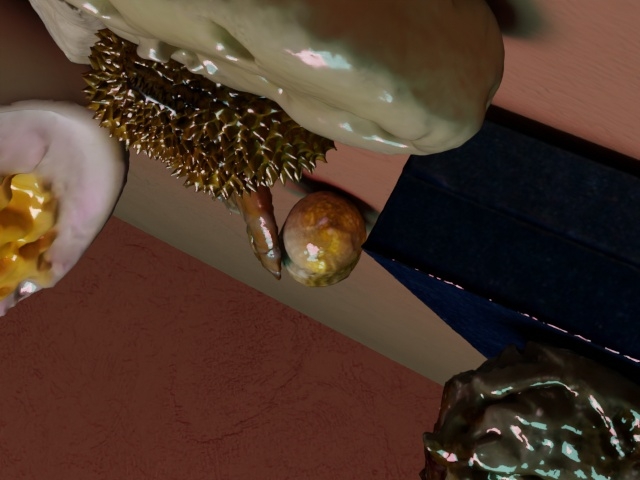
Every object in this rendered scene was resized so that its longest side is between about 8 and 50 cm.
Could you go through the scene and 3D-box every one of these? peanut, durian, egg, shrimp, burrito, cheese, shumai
[{"bbox_3d":[0.000,0.000,1.695,0.087,0.087,0.207,28,173,2],"label":"peanut"},{"bbox_3d":[-0.069,-0.097,1.051,0.158,0.137,0.168,3,172,23],"label":"durian"},{"bbox_3d":[-0.388,-0.114,1.458,0.340,0.354,0.354,52,-177,23],"label":"egg"},{"bbox_3d":[-0.065,-0.028,1.725,0.133,0.053,0.236,62,175,-10],"label":"shrimp"},{"bbox_3d":[-0.165,-0.172,1.168,0.082,0.059,0.275,44,171,-6],"label":"burrito"},{"bbox_3d":[-0.033,-0.122,0.858,0.263,0.093,0.159,24,173,30],"label":"cheese"},{"bbox_3d":[0.144,0.146,1.003,0.184,0.142,0.184,29,174,3],"label":"shumai"}]

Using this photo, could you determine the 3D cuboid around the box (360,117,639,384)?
[{"bbox_3d":[0.207,0.049,1.061,0.279,0.116,0.261,25,171,30],"label":"box"}]
